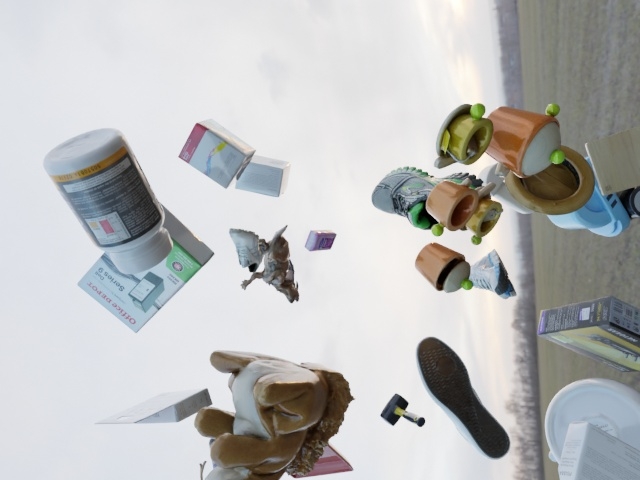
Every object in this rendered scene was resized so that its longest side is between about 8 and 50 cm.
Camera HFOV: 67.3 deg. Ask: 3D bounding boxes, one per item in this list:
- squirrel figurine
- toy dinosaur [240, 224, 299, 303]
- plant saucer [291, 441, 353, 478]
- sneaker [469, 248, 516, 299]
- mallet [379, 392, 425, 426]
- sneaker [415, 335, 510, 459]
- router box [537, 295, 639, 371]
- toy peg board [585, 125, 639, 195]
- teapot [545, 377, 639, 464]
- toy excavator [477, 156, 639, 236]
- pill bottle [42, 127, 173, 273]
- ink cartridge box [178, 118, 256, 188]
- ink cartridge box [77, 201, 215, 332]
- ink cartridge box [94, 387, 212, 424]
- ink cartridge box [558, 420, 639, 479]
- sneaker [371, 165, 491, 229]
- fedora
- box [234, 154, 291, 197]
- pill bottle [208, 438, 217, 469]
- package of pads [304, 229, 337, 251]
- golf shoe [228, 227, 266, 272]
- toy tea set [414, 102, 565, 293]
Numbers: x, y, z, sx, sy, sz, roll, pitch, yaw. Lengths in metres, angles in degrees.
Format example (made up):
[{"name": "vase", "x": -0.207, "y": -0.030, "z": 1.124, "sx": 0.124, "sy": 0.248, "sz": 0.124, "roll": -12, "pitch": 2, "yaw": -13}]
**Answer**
[{"name": "squirrel figurine", "x": -0.100, "y": 0.476, "z": 1.129, "sx": 0.397, "sy": 0.281, "sz": 0.371, "roll": 14, "pitch": -95, "yaw": -42}, {"name": "toy dinosaur", "x": -0.136, "y": 0.064, "z": 1.541, "sx": 0.200, "sy": 0.127, "sz": 0.296, "roll": -22, "pitch": -52, "yaw": -55}, {"name": "plant saucer", "x": -0.051, "y": 0.751, "z": 1.696, "sx": 0.258, "sy": 0.259, "sz": 0.048, "roll": 53, "pitch": -151, "yaw": -31}, {"name": "sneaker", "x": 0.333, "y": 0.079, "z": 0.959, "sx": 0.071, "sy": 0.083, "sz": 0.190, "roll": 61, "pitch": -162, "yaw": -4}, {"name": "mallet", "x": 0.157, "y": 0.341, "z": 0.923, "sx": 0.062, "sy": 0.039, "sz": 0.190, "roll": -51, "pitch": -2, "yaw": -7}, {"name": "sneaker", "x": 0.307, "y": 0.361, "z": 1.102, "sx": 0.290, "sy": 0.105, "sz": 0.123, "roll": 60, "pitch": 174, "yaw": 21}, {"name": "router box", "x": 0.793, "y": 0.259, "z": 1.286, "sx": 0.243, "sy": 0.308, "sz": 0.081, "roll": 135, "pitch": 156, "yaw": -66}, {"name": "toy peg board", "x": 0.870, "y": -0.227, "z": 1.399, "sx": 0.079, "sy": 0.160, "sz": 0.161, "roll": -2, "pitch": -105, "yaw": -77}, {"name": "teapot", "x": 0.648, "y": 0.428, "z": 1.069, "sx": 0.187, "sy": 0.256, "sz": 0.253, "roll": 21, "pitch": -94, "yaw": -42}, {"name": "toy excavator", "x": 0.809, "y": -0.153, "z": 1.615, "sx": 0.433, "sy": 0.445, "sz": 0.222, "roll": 57, "pitch": 174, "yaw": -4}, {"name": "pill bottle", "x": -0.424, "y": -0.076, "z": 0.995, "sx": 0.162, "sy": 0.162, "sz": 0.279, "roll": -67, "pitch": -31, "yaw": -49}, {"name": "ink cartridge box", "x": -0.310, "y": -0.265, "z": 1.465, "sx": 0.176, "sy": 0.127, "sz": 0.128, "roll": 34, "pitch": -160, "yaw": -4}, {"name": "ink cartridge box", "x": -0.465, "y": 0.075, "z": 1.289, "sx": 0.211, "sy": 0.289, "sz": 0.121, "roll": 43, "pitch": -164, "yaw": -10}, {"name": "ink cartridge box", "x": -0.496, "y": 0.516, "z": 1.430, "sx": 0.239, "sy": 0.275, "sz": 0.060, "roll": -16, "pitch": -94, "yaw": -48}, {"name": "ink cartridge box", "x": 0.486, "y": 0.454, "z": 0.799, "sx": 0.232, "sy": 0.189, "sz": 0.066, "roll": -59, "pitch": -4, "yaw": -22}, {"name": "sneaker", "x": 0.245, "y": -0.103, "z": 1.224, "sx": 0.146, "sy": 0.343, "sz": 0.134, "roll": -37, "pitch": -65, "yaw": -27}, {"name": "fedora", "x": 0.517, "y": -0.129, "z": 1.102, "sx": 0.079, "sy": 0.194, "sz": 0.194, "roll": 60, "pitch": -148, "yaw": -61}, {"name": "box", "x": -0.225, "y": -0.259, "z": 1.913, "sx": 0.181, "sy": 0.181, "sz": 0.119, "roll": -69, "pitch": -10, "yaw": -72}, {"name": "pill bottle", "x": -0.377, "y": 0.841, "z": 1.920, "sx": 0.123, "sy": 0.122, "sz": 0.219, "roll": 51, "pitch": -167, "yaw": -53}, {"name": "package of pads", "x": 0.000, "y": 0.000, "z": 1.197, "sx": 0.083, "sy": 0.032, "sz": 0.050, "roll": -3, "pitch": -59, "yaw": -51}, {"name": "golf shoe", "x": -0.193, "y": 0.028, "z": 1.272, "sx": 0.176, "sy": 0.069, "sz": 0.086, "roll": 55, "pitch": -139, "yaw": -59}, {"name": "toy tea set", "x": 0.262, "y": -0.055, "z": 0.751, "sx": 0.200, "sy": 0.124, "sz": 0.336, "roll": -23, "pitch": -45, "yaw": -31}]
